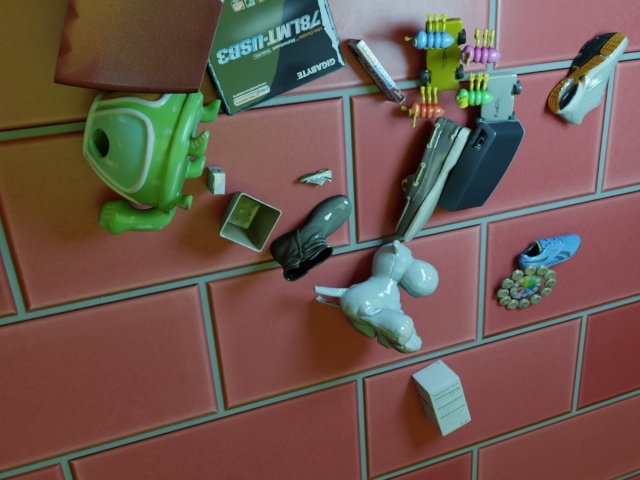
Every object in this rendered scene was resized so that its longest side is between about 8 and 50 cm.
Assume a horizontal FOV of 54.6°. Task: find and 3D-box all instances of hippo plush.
[{"bbox_3d":[0.172,0.131,1.616,0.294,0.234,0.236,30,76,12],"label":"hippo plush"}]

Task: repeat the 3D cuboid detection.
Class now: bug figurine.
[{"bbox_3d":[0.297,-0.378,1.425,0.216,0.072,0.279,-2,139,3],"label":"bug figurine"}]

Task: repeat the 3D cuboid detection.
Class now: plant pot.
[{"bbox_3d":[-0.173,-0.055,1.433,0.109,0.096,0.109,25,99,-29],"label":"plant pot"},{"bbox_3d":[-0.310,-0.402,1.114,0.236,0.267,0.267,14,113,-18],"label":"plant pot"}]

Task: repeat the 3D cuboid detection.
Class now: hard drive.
[{"bbox_3d":[0.411,-0.184,1.574,0.172,0.054,0.255,-11,136,-39],"label":"hard drive"}]

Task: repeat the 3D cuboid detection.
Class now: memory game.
[{"bbox_3d":[0.609,0.140,1.831,0.186,0.012,0.186,-8,133,-8],"label":"memory game"}]

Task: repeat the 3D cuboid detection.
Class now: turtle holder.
[{"bbox_3d":[-0.352,-0.178,1.263,0.227,0.243,0.320,16,143,-11],"label":"turtle holder"}]

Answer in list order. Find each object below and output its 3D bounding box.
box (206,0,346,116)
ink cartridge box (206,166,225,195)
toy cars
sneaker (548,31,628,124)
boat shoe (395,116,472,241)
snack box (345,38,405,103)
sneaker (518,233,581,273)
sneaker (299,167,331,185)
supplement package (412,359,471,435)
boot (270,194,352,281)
[{"bbox_3d":[-0.123,-0.456,1.316,0.295,0.073,0.293,-25,116,-11],"label":"box"},{"bbox_3d":[-0.232,-0.132,1.386,0.028,0.083,0.048,-3,111,-21],"label":"ink cartridge box"},{"bbox_3d":[0.364,-0.404,1.517,0.393,0.087,0.176,31,131,-30],"label":"toy cars"},{"bbox_3d":[0.728,-0.430,1.662,0.121,0.099,0.262,30,104,-36],"label":"sneaker"},{"bbox_3d":[0.267,-0.152,1.573,0.324,0.097,0.116,-64,163,17],"label":"boat shoe"},{"bbox_3d":[0.129,-0.393,1.442,0.022,0.064,0.178,-46,119,-2],"label":"snack box"},{"bbox_3d":[0.674,0.023,1.814,0.209,0.069,0.082,-26,128,-9],"label":"sneaker"},{"bbox_3d":[-0.010,-0.146,1.500,0.083,0.032,0.037,-17,115,-15],"label":"sneaker"},{"bbox_3d":[0.360,0.467,1.843,0.105,0.105,0.179,-26,117,-11],"label":"supplement package"},{"bbox_3d":[0.000,0.000,1.486,0.246,0.161,0.083,-38,119,-4],"label":"boot"}]
